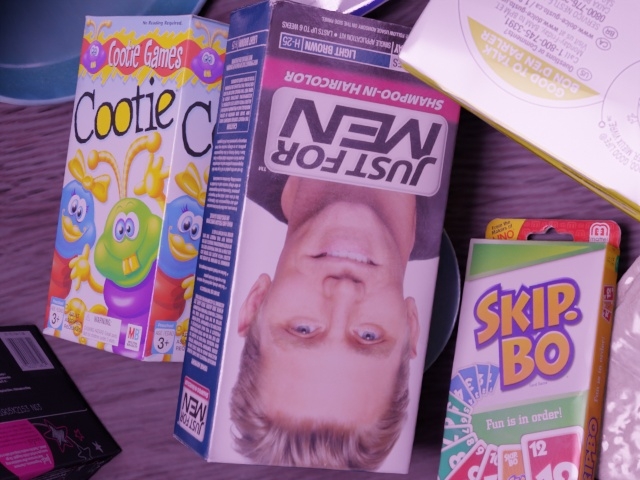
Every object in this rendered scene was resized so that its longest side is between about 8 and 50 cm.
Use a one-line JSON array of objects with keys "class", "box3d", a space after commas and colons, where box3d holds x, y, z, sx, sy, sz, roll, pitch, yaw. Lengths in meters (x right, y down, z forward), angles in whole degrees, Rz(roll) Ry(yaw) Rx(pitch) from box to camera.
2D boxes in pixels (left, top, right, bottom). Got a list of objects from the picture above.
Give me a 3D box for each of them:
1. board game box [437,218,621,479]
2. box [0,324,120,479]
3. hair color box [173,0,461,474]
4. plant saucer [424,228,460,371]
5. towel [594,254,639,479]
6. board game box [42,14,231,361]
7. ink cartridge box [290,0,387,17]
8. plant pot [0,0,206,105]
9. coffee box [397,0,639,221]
[{"class": "board game box", "box3d": [0.167, 0.106, 1.028, 0.124, 0.039, 0.259, 2, 75, 35]}, {"class": "box", "box3d": [-0.323, 0.177, 1.118, 0.142, 0.247, 0.163, -41, 76, 12]}, {"class": "hair color box", "box3d": [0.000, 0.000, 1.005, 0.174, 0.105, 0.347, 7, 91, -22]}, {"class": "plant saucer", "box3d": [0.031, 0.041, 1.111, 0.195, 0.037, 0.195, 0, 89, 19]}, {"class": "towel", "box3d": [0.308, 0.152, 0.983, 0.282, 0.049, 0.187, 43, 103, 28]}, {"class": "board game box", "box3d": [-0.124, -0.043, 1.090, 0.144, 0.142, 0.275, 8, 91, 42]}, {"class": "ink cartridge box", "box3d": [-0.019, -0.349, 1.107, 0.165, 0.065, 0.333, -28, 91, 16]}, {"class": "plant pot", "box3d": [-0.261, -0.302, 1.120, 0.271, 0.271, 0.255, -45, 60, 13]}, {"class": "coffee box", "box3d": [0.307, -0.153, 0.862, 0.338, 0.337, 0.334, 34, 99, 17]}]
